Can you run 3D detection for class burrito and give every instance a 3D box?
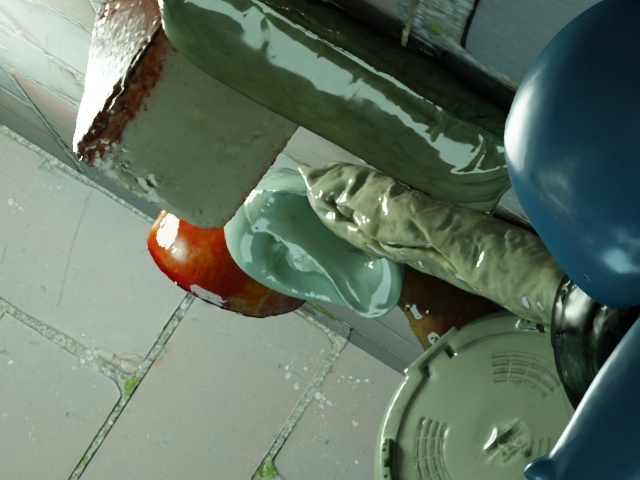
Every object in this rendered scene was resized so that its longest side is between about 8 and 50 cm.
[{"bbox_3d":[0.129,0.012,1.343,0.392,0.076,0.117,24,170,44],"label":"burrito"}]

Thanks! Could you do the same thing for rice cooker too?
[{"bbox_3d":[0.244,0.263,1.552,0.335,0.335,0.325,26,170,41],"label":"rice cooker"}]

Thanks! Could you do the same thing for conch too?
[{"bbox_3d":[0.001,-0.005,1.593,0.221,0.121,0.185,19,160,23],"label":"conch"}]

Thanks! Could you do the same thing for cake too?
[{"bbox_3d":[-0.138,-0.112,1.323,0.158,0.159,0.262,32,175,-23],"label":"cake"}]

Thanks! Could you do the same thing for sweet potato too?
[{"bbox_3d":[0.151,0.098,1.745,0.385,0.109,0.109,48,169,-12],"label":"sweet potato"}]

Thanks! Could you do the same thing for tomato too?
[{"bbox_3d":[-0.088,-0.010,1.873,0.200,0.139,0.233,37,-151,20],"label":"tomato"}]

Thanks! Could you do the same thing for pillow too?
[{"bbox_3d":[0.006,-0.114,1.043,0.302,0.075,0.185,31,171,3],"label":"pillow"}]

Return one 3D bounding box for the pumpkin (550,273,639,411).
[{"bbox_3d":[0.254,0.078,0.942,0.233,0.163,0.233,31,170,6],"label":"pumpkin"}]

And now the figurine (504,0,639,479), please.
[{"bbox_3d":[0.243,0.043,0.570,0.416,0.298,0.243,22,133,45],"label":"figurine"}]
